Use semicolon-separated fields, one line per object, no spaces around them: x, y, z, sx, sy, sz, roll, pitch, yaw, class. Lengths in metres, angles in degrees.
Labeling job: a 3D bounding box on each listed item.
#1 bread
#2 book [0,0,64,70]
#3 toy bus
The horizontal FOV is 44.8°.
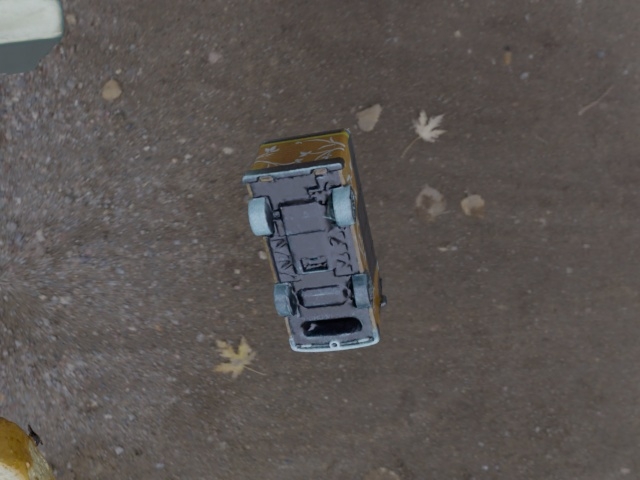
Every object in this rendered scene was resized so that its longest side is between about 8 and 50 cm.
-0.307;0.217;0.690;0.122;0.073;0.149;-16;127;-5;bread
-0.324;-0.124;0.539;0.264;0.379;0.031;-12;103;-21;book
0.000;0.000;1.041;0.139;0.167;0.275;-8;119;11;toy bus
